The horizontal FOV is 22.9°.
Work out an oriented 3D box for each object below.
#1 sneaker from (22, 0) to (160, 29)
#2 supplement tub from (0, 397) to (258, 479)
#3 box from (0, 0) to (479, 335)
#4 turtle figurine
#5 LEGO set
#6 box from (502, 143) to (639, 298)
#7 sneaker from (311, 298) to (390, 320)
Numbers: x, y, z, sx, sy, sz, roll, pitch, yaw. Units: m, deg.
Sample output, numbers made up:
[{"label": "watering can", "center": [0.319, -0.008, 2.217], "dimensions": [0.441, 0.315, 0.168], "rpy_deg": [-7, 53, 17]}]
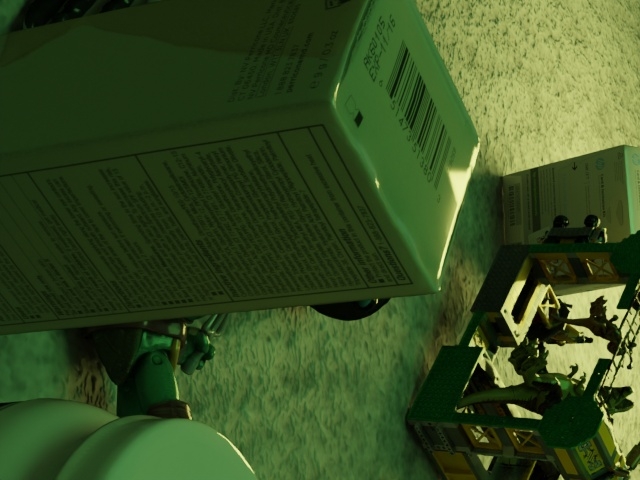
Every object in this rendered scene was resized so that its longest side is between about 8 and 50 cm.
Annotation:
[{"label": "sneaker", "center": [-0.050, -0.104, 1.004], "dimensions": [0.110, 0.292, 0.118], "rpy_deg": [-50, 139, -34]}, {"label": "supplement tub", "center": [-0.173, 0.169, 0.708], "dimensions": [0.191, 0.272, 0.191], "rpy_deg": [21, 66, -60]}, {"label": "box", "center": [-0.087, -0.044, 0.880], "dimensions": [0.148, 0.311, 0.121], "rpy_deg": [60, 36, -38]}, {"label": "turtle figurine", "center": [-0.100, 0.064, 1.056], "dimensions": [0.175, 0.118, 0.234], "rpy_deg": [126, -29, -71]}, {"label": "LEGO set", "center": [0.249, 0.153, 1.566], "dimensions": [0.192, 0.255, 0.331], "rpy_deg": [59, 38, -34]}, {"label": "box", "center": [0.278, -0.016, 1.729], "dimensions": [0.038, 0.186, 0.145], "rpy_deg": [5, 78, -36]}, {"label": "sneaker", "center": [0.000, 0.000, 1.175], "dimensions": [0.341, 0.125, 0.139], "rpy_deg": [74, 14, -64]}]
